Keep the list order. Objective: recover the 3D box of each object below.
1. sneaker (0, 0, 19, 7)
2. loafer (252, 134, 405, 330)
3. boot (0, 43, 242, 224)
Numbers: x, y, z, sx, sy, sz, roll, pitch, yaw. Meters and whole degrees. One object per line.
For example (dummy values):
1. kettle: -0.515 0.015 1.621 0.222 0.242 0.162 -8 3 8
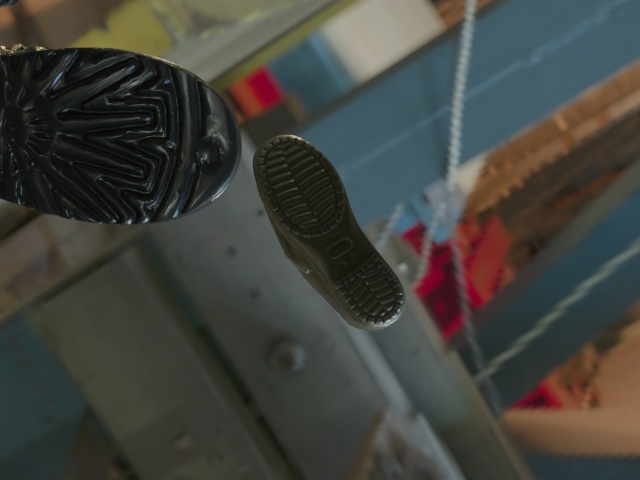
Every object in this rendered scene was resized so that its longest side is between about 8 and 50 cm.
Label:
1. sneaker: -0.186 -0.169 0.798 0.161 0.057 0.075 32 28 -42
2. loafer: 0.000 0.000 1.154 0.148 0.056 0.050 60 -20 16
3. boot: -0.216 -0.094 1.448 0.260 0.347 0.131 -26 122 -81
